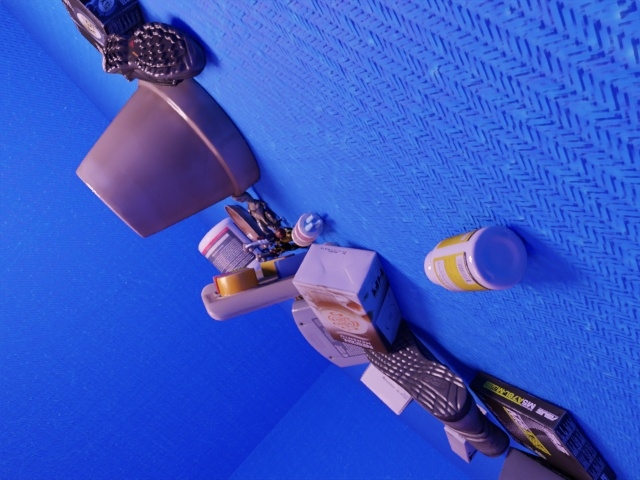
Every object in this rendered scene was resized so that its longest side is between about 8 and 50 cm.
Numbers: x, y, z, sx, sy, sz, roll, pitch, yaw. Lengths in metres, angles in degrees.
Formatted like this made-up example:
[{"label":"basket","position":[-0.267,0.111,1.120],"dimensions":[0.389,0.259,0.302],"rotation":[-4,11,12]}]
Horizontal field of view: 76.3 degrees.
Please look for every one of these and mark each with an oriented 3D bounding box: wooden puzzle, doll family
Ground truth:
[{"label":"wooden puzzle","position":[-0.143,0.092,1.047],"dimensions":[0.348,0.322,0.080],"rotation":[-177,72,-71]},{"label":"doll family","position":[-0.099,0.006,0.999],"dimensions":[0.193,0.112,0.075],"rotation":[-24,-83,-64]}]

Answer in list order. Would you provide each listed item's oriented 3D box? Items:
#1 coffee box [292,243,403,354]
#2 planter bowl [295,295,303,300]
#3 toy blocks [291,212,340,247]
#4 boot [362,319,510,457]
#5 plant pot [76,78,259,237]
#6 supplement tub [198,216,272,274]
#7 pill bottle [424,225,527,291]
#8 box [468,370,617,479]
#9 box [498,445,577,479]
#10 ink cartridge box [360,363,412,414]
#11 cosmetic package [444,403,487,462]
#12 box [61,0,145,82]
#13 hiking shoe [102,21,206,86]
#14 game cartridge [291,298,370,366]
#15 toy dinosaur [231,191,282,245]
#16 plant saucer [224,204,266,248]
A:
[{"label":"coffee box","position":[0.066,0.123,0.829],"dimensions":[0.141,0.098,0.246],"rotation":[8,146,32]},{"label":"planter bowl","position":[0.022,0.225,1.314],"dimensions":[0.217,0.090,0.217],"rotation":[41,164,14]},{"label":"toy blocks","position":[0.000,0.000,0.843],"dimensions":[0.123,0.054,0.148],"rotation":[46,165,-1]},{"label":"boot","position":[0.232,0.313,0.891],"dimensions":[0.222,0.118,0.338],"rotation":[47,180,-30]},{"label":"plant pot","position":[-0.342,-0.164,0.890],"dimensions":[0.323,0.280,0.323],"rotation":[41,165,13]},{"label":"supplement tub","position":[-0.317,0.059,1.587],"dimensions":[0.272,0.191,0.191],"rotation":[46,165,-2]},{"label":"pill bottle","position":[0.162,0.024,0.449],"dimensions":[0.065,0.065,0.116],"rotation":[46,166,-3]},{"label":"box","position":[0.384,0.334,0.722],"dimensions":[0.190,0.045,0.184],"rotation":[49,167,-18]},{"label":"box","position":[0.445,0.473,0.745],"dimensions":[0.158,0.093,0.156],"rotation":[26,171,-20]},{"label":"ink cartridge box","position":[0.202,0.360,1.067],"dimensions":[0.127,0.072,0.175],"rotation":[38,-163,26]},{"label":"cosmetic package","position":[0.386,0.500,1.061],"dimensions":[0.060,0.099,0.239],"rotation":[30,160,38]},{"label":"box","position":[-0.403,-0.416,0.766],"dimensions":[0.147,0.077,0.180],"rotation":[45,165,-1]},{"label":"hiking shoe","position":[-0.264,-0.312,0.697],"dimensions":[0.227,0.086,0.114],"rotation":[16,-165,28]},{"label":"game cartridge","position":[0.055,0.254,1.155],"dimensions":[0.198,0.062,0.297],"rotation":[-15,128,27]},{"label":"toy dinosaur","position":[-0.144,-0.047,1.105],"dimensions":[0.118,0.064,0.268],"rotation":[42,169,35]},{"label":"plant saucer","position":[-0.248,-0.055,1.399],"dimensions":[0.199,0.036,0.198],"rotation":[41,164,14]}]
